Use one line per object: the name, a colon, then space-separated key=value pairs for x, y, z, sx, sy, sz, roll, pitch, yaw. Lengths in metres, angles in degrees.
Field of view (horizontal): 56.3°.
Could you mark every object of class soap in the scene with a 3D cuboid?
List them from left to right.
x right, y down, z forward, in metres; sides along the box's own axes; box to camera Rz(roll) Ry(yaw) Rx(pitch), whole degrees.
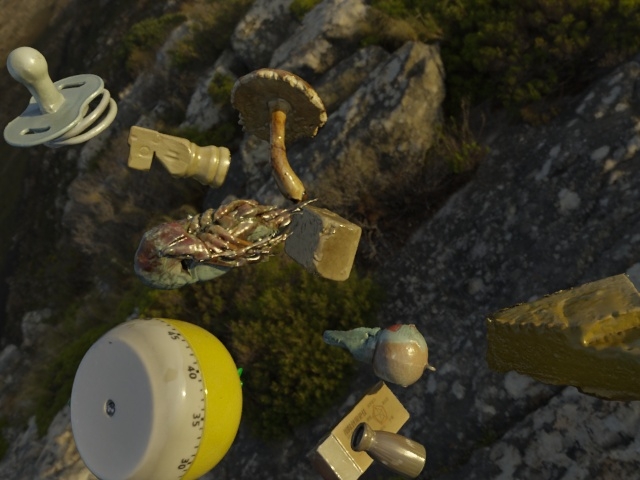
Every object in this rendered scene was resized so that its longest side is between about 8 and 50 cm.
soap: x=0.488 y=0.232 z=1.179 sx=0.338 sy=0.169 sz=0.304 roll=-21 pitch=15 yaw=18

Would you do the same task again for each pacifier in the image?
pacifier: x=-0.657 y=-0.360 z=1.447 sx=0.244 sy=0.233 sz=0.300 roll=-6 pitch=46 yaw=19

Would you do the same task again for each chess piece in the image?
chess piece: x=-0.292 y=-0.170 z=1.215 sx=0.090 sy=0.200 sz=0.090 roll=-43 pitch=40 yaw=53

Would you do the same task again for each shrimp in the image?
shrimp: x=-0.097 y=-0.010 z=0.662 sx=0.232 sy=0.079 sz=0.090 roll=-25 pitch=46 yaw=-31

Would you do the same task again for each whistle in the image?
whistle: x=0.172 y=0.307 z=1.746 sx=0.347 sy=0.189 sz=0.189 roll=15 pitch=63 yaw=23

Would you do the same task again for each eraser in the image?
eraser: x=0.115 y=0.557 z=1.714 sx=0.343 sy=0.144 sz=0.078 roll=-31 pitch=-11 yaw=-46

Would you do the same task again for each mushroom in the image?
mushroom: x=-0.082 y=-0.265 z=1.380 sx=0.208 sy=0.233 sz=0.302 roll=-41 pitch=45 yaw=13

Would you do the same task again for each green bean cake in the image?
green bean cake: x=0.000 y=0.000 z=1.133 sx=0.179 sy=0.085 sz=0.109 roll=38 pitch=112 yaw=66

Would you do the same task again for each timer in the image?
timer: x=-0.224 y=0.256 z=0.961 sx=0.285 sy=0.285 sz=0.285 roll=-27 pitch=39 yaw=24

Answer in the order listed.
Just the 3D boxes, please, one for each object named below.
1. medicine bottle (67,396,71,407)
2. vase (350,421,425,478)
medicine bottle: x=-0.345 y=0.250 z=1.131 sx=0.260 sy=0.064 sz=0.095 roll=-31 pitch=3 yaw=-30
vase: x=0.096 y=0.300 z=0.861 sx=0.053 sy=0.100 sz=0.053 roll=-59 pitch=10 yaw=18
